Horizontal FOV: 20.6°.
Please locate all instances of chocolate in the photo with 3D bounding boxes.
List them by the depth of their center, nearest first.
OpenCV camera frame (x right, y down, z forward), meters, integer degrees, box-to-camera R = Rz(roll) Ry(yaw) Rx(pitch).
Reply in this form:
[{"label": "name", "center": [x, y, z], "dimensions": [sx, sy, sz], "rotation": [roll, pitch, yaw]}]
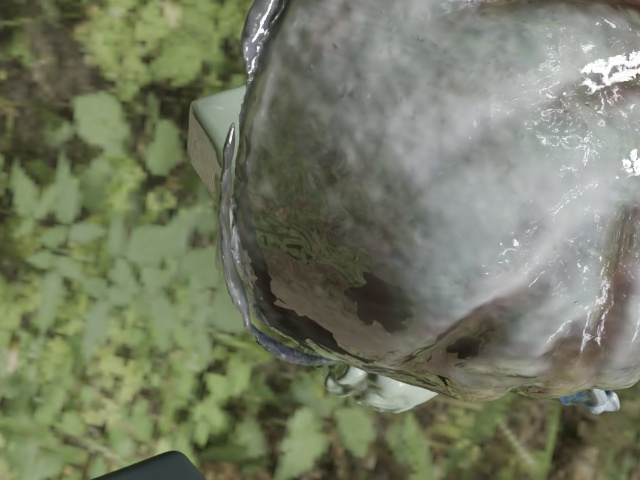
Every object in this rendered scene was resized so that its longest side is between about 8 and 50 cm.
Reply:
[{"label": "chocolate", "center": [0.118, -0.043, 0.882], "dimensions": [0.303, 0.213, 0.303], "rotation": [-35, 136, -43]}]

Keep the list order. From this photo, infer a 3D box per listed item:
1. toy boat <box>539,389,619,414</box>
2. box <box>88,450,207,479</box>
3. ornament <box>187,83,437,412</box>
[{"label": "toy boat", "center": [0.237, 0.055, 1.600], "dimensions": [0.129, 0.142, 0.309], "rotation": [-84, 163, -45]}, {"label": "box", "center": [-0.149, 0.234, 1.150], "dimensions": [0.201, 0.090, 0.144], "rotation": [-48, 163, 26]}, {"label": "ornament", "center": [-0.006, 0.008, 1.243], "dimensions": [0.120, 0.285, 0.130], "rotation": [-33, 144, -19]}]
